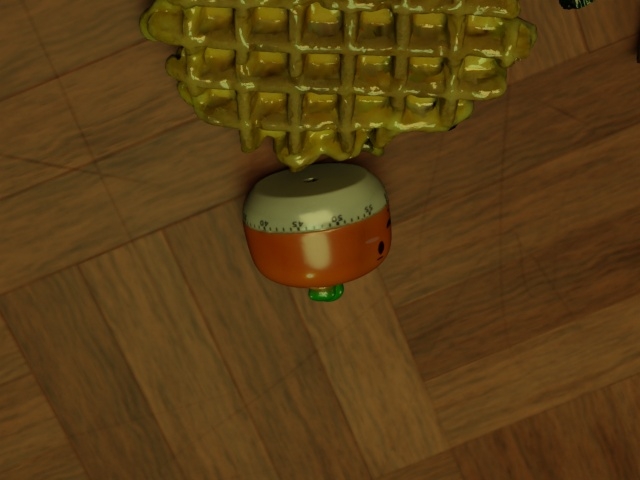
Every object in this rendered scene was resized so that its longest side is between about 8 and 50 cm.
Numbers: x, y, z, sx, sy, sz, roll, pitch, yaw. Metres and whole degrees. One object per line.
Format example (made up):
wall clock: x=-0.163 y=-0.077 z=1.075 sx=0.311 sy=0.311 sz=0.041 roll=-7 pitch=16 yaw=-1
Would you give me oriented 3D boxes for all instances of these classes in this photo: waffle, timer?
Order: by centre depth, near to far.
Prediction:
waffle: x=0.010 y=-0.170 z=1.212 sx=0.329 sy=0.062 sz=0.329 roll=2 pitch=135 yaw=2
timer: x=0.000 y=0.000 z=1.314 sx=0.136 sy=0.099 sz=0.136 roll=1 pitch=109 yaw=4

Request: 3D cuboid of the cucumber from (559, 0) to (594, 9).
cucumber: x=0.215 y=-0.291 z=1.250 sx=0.058 sy=0.058 sz=0.187 roll=-14 pitch=115 yaw=-2

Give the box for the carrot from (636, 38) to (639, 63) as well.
carrot: x=0.311 y=-0.230 z=1.291 sx=0.055 sy=0.055 sz=0.161 roll=4 pitch=119 yaw=-10
